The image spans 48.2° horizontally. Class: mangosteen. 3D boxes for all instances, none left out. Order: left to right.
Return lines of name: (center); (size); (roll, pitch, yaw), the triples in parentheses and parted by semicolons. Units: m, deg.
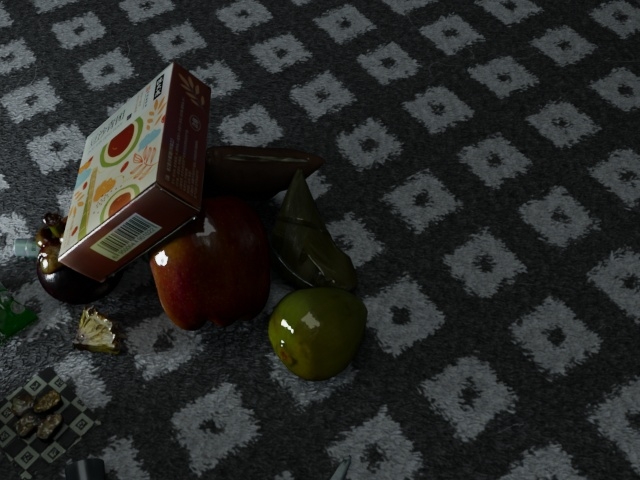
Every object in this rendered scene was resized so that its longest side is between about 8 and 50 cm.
mangosteen: (-0.583, 0.030, 1.694); (0.212, 0.249, 0.211); (-15, 37, 12)

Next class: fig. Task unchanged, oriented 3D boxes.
fig: (-0.007, 0.191, 1.575); (0.207, 0.207, 0.230); (16, 38, 15)

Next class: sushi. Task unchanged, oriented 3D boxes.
sushi: (-0.620, 0.385, 1.559); (0.193, 0.040, 0.210); (-39, 60, -23)

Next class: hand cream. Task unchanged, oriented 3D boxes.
hand cream: (-0.694, 0.019, 1.843); (0.174, 0.047, 0.076); (0, 52, -8)

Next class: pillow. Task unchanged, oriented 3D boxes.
pillow: (-0.192, -0.157, 1.741); (0.308, 0.305, 0.108); (-1, 79, -30)

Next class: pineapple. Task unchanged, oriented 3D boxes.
pineapple: (-0.522, 0.219, 1.662); (0.116, 0.069, 0.137); (-36, 61, -23)

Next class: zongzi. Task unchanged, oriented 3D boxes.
zongzi: (0.000, 0.000, 1.676); (0.251, 0.274, 0.125); (32, 30, 18)

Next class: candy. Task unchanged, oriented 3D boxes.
candy: (-0.792, 0.169, 1.712); (0.203, 0.078, 0.141); (36, 63, 20)

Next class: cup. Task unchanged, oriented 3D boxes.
cup: (-0.483, 0.499, 1.453); (0.100, 0.078, 0.077); (-33, 56, 21)

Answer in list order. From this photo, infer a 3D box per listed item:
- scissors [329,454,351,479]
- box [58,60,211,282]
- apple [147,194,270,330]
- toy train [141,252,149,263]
scissors: (-0.026, 0.573, 1.393); (0.191, 0.029, 0.360); (25, 56, 15)
box: (-0.406, -0.152, 1.589); (0.345, 0.122, 0.385); (-31, 44, 30)
apple: (-0.252, 0.040, 1.630); (0.288, 0.288, 0.316); (-10, 87, -4)
toy train: (-0.476, -0.049, 1.807); (0.269, 0.154, 0.115); (32, 59, 24)
